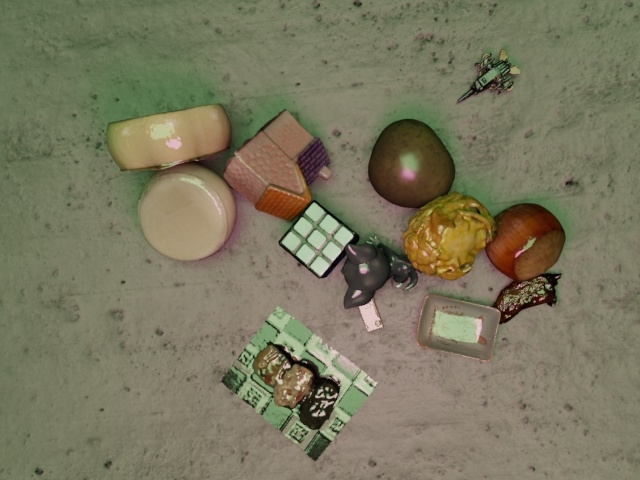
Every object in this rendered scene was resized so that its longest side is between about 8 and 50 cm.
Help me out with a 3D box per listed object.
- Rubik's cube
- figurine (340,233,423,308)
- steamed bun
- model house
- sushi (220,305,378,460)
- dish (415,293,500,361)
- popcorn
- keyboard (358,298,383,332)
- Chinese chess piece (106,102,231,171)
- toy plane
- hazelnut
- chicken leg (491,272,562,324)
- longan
[{"bbox_3d":[0.000,0.000,1.671,0.163,0.160,0.162,38,92,7],"label":"Rubik's cube"},{"bbox_3d":[0.174,0.095,1.637,0.265,0.140,0.193,9,111,-9],"label":"figurine"},{"bbox_3d":[-0.372,-0.089,1.699,0.282,0.177,0.283,2,113,5],"label":"steamed bun"},{"bbox_3d":[-0.110,-0.191,1.676,0.237,0.202,0.237,43,60,-2],"label":"model house"},{"bbox_3d":[-0.072,0.412,1.693,0.373,0.100,0.296,38,92,7],"label":"sushi"},{"bbox_3d":[0.379,0.240,1.661,0.212,0.077,0.151,12,87,7],"label":"dish"},{"bbox_3d":[0.333,-0.006,1.574,0.250,0.250,0.190,-35,51,4],"label":"popcorn"},{"bbox_3d":[0.133,0.179,1.722,0.055,0.017,0.166,-20,85,10],"label":"keyboard"},{"bbox_3d":[-0.413,-0.286,1.645,0.337,0.338,0.141,-8,106,6],"label":"Chinese chess piece"},{"bbox_3d":[0.465,-0.451,1.687,0.189,0.061,0.130,-36,85,4],"label":"toy plane"},{"bbox_3d":[0.546,-0.002,1.606,0.214,0.176,0.215,-6,61,11],"label":"hazelnut"},{"bbox_3d":[0.565,0.156,1.652,0.233,0.063,0.105,-23,81,7],"label":"chicken leg"},{"bbox_3d":[0.252,-0.203,1.632,0.245,0.215,0.246,-6,109,-16],"label":"longan"}]
